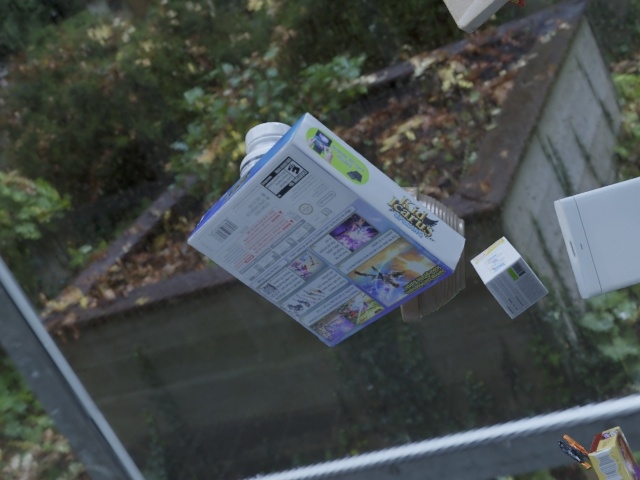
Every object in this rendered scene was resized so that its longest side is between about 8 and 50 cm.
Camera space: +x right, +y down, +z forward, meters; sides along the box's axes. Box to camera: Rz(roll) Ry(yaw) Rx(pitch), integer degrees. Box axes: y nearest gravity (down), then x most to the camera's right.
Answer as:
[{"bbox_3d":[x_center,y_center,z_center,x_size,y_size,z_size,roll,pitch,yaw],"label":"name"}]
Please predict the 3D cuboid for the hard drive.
[{"bbox_3d":[0.735,-0.025,2.154,0.352,0.233,0.047,-15,-3,-12],"label":"hard drive"}]

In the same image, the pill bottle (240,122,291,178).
[{"bbox_3d":[-0.067,-0.083,1.422,0.107,0.108,0.180,-20,59,23],"label":"pill bottle"}]

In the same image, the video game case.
[{"bbox_3d":[0.000,0.000,1.153,0.269,0.244,0.061,-38,19,48],"label":"video game case"}]

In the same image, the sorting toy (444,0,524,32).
[{"bbox_3d":[0.269,-0.458,1.331,0.257,0.089,0.256,-40,55,28],"label":"sorting toy"}]

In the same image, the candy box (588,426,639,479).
[{"bbox_3d":[0.520,0.423,1.584,0.053,0.187,0.109,-28,-5,23],"label":"candy box"}]

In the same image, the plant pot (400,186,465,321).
[{"bbox_3d":[0.197,0.024,1.623,0.109,0.237,0.237,-1,24,9],"label":"plant pot"}]

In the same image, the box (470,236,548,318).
[{"bbox_3d":[0.438,0.084,2.186,0.103,0.114,0.203,-38,11,8],"label":"box"}]

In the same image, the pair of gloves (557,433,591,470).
[{"bbox_3d":[0.468,0.388,1.709,0.010,0.074,0.083,-56,-21,16],"label":"pair of gloves"}]
